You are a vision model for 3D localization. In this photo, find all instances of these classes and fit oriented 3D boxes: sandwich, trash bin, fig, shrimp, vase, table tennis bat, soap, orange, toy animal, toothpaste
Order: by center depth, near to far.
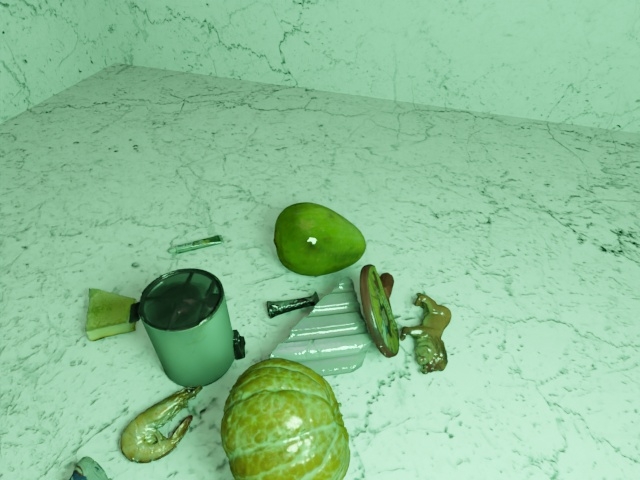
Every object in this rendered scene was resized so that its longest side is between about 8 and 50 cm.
[{"bbox_3d":[-0.072,0.421,0.951,0.249,0.329,0.329,-18,43,2],"label":"orange"},{"bbox_3d":[-0.391,0.464,1.097,0.236,0.053,0.133,-35,51,-30],"label":"shrimp"},{"bbox_3d":[-0.358,0.242,1.190,0.277,0.262,0.217,-6,42,-8],"label":"trash bin"},{"bbox_3d":[-0.023,0.258,1.258,0.302,0.159,0.258,-4,46,-10],"label":"soap"},{"bbox_3d":[0.184,0.187,1.296,0.051,0.268,0.414,-19,9,17],"label":"table tennis bat"},{"bbox_3d":[0.336,0.274,1.318,0.157,0.097,0.312,27,45,12],"label":"toy animal"},{"bbox_3d":[-0.652,0.217,1.369,0.162,0.058,0.193,-12,41,-17],"label":"sandwich"},{"bbox_3d":[-0.088,0.208,1.392,0.167,0.059,0.059,-10,43,-13],"label":"vase"},{"bbox_3d":[0.000,0.000,1.489,0.326,0.258,0.258,8,40,-11],"label":"fig"},{"bbox_3d":[-0.467,0.017,1.618,0.204,0.031,0.049,-15,46,-20],"label":"toothpaste"}]

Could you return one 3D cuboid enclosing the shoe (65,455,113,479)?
[{"bbox_3d":[-0.497,0.578,0.925,0.227,0.099,0.125,25,38,31],"label":"shoe"}]
